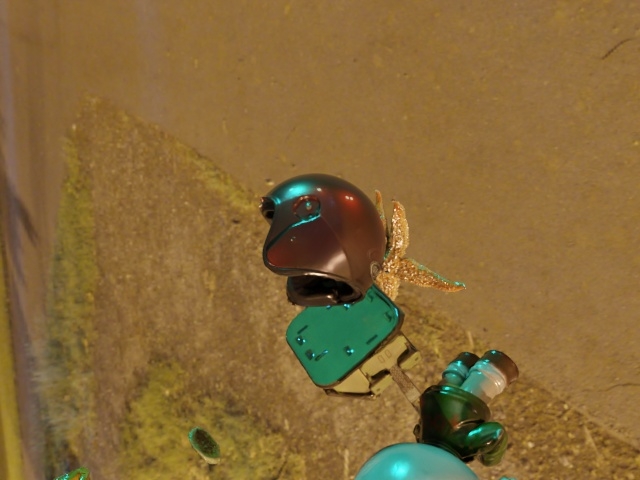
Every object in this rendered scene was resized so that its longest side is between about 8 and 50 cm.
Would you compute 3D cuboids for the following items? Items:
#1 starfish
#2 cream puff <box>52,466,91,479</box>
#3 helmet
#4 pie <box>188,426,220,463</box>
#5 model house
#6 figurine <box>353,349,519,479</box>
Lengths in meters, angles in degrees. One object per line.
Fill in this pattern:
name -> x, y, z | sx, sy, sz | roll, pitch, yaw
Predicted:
starfish -> 0.176, 0.018, 1.730 | 0.301, 0.084, 0.294 | -14, 98, 39
cream puff -> -0.619, 0.630, 1.712 | 0.146, 0.146, 0.116 | -41, 73, 54
helmet -> 0.000, 0.000, 1.049 | 0.216, 0.193, 0.189 | 45, 172, 22
pie -> -0.229, 0.410, 1.396 | 0.017, 0.085, 0.085 | -45, 50, 12
model house -> 0.101, 0.236, 1.346 | 0.279, 0.205, 0.218 | 51, 179, -35
figurine -> 0.160, 0.306, 0.956 | 0.281, 0.370, 0.167 | -12, 122, 50
